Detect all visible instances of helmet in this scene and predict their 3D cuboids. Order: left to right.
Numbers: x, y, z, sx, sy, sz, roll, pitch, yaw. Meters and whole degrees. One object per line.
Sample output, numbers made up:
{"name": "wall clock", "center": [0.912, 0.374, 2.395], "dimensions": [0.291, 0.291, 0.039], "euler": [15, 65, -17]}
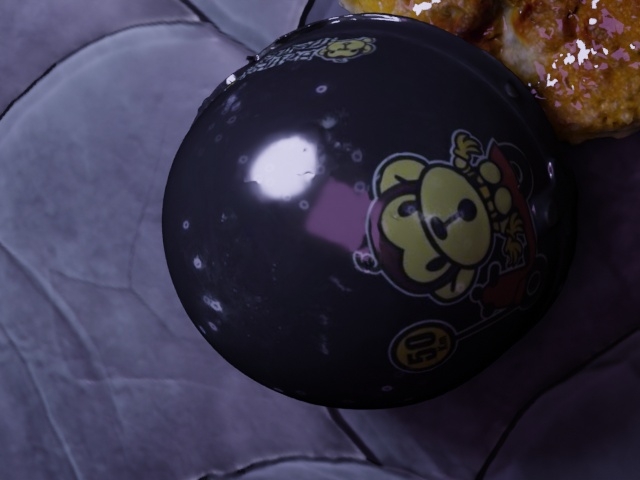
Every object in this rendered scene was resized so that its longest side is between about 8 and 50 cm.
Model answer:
{"name": "helmet", "center": [0.000, 0.000, 0.707], "dimensions": [0.279, 0.160, 0.230], "euler": [-7, 111, 31]}

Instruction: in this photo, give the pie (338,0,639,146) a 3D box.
{"name": "pie", "center": [0.132, -0.199, 0.683], "dimensions": [0.315, 0.092, 0.315], "euler": [9, 110, 26]}
